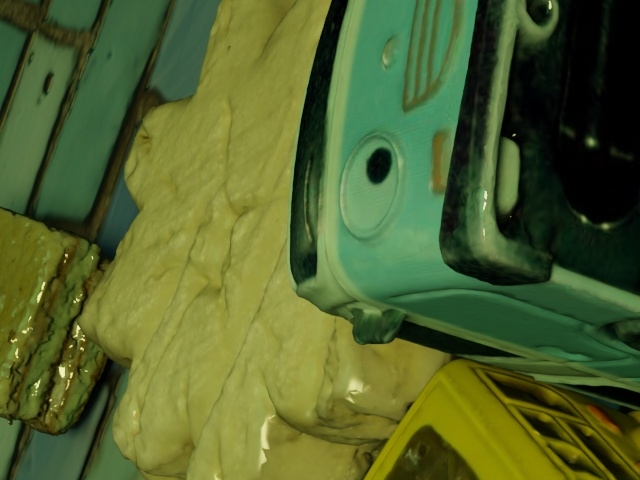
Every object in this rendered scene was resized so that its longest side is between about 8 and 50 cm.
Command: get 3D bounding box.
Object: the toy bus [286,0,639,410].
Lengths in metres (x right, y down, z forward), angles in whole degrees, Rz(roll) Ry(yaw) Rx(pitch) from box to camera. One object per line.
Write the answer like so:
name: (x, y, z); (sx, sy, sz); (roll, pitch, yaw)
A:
toy bus: (0.114, -0.010, 0.454); (0.165, 0.271, 0.133); (-12, 64, 55)

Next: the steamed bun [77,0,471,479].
steamed bun: (0.000, 0.000, 0.726); (0.295, 0.137, 0.292); (-42, 44, 43)

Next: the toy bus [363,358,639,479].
toy bus: (0.116, 0.166, 0.430); (0.144, 0.152, 0.330); (-59, 26, 10)

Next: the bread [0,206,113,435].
bread: (-0.210, 0.049, 1.014); (0.196, 0.102, 0.138); (15, 89, 52)
